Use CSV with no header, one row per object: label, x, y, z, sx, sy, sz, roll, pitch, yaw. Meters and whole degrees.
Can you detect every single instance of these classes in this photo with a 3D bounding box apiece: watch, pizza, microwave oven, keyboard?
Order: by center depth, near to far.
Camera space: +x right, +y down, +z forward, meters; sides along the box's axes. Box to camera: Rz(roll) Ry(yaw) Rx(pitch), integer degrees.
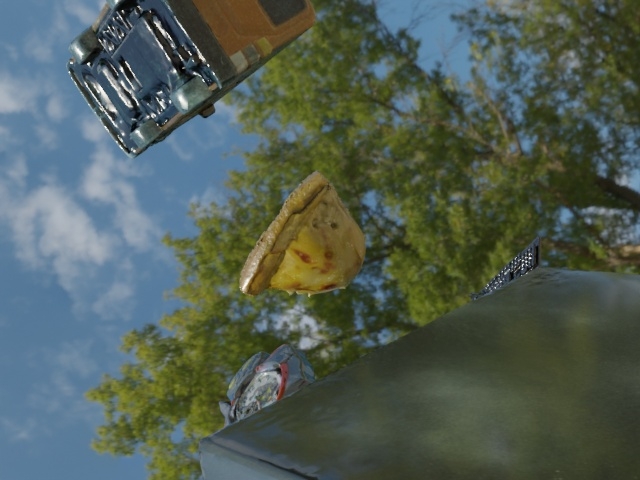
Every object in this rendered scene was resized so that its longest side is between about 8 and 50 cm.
microwave oven,0.186,0.190,0.528,0.432,0.374,0.236,-17,-73,-44
pizza,0.004,0.005,1.077,0.188,0.204,0.080,5,-145,-35
keyboard,0.272,0.073,1.160,0.015,0.196,0.074,27,-134,-7
watch,-0.049,0.357,1.476,0.274,0.305,0.241,39,-93,-22

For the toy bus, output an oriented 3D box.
toy bus,-0.091,-0.127,0.497,0.103,0.182,0.091,-40,-78,-29
